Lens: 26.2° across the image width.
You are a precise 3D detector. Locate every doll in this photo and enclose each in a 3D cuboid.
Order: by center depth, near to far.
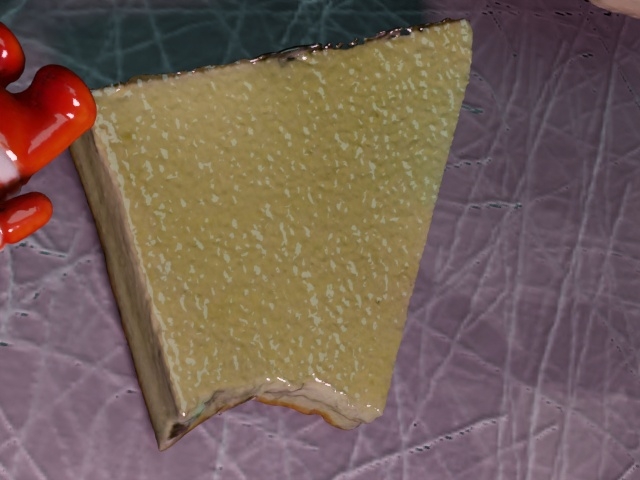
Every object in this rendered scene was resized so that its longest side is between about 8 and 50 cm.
[{"bbox_3d":[-0.221,-0.011,0.656,0.142,0.076,0.245,36,65,25],"label":"doll"}]

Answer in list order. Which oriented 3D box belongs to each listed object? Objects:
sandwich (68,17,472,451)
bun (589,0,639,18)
[{"bbox_3d":[0.000,0.000,0.770,0.245,0.063,0.212,-14,85,-25],"label":"sandwich"},{"bbox_3d":[0.204,-0.318,0.853,0.365,0.219,0.365,-4,97,-32],"label":"bun"}]
